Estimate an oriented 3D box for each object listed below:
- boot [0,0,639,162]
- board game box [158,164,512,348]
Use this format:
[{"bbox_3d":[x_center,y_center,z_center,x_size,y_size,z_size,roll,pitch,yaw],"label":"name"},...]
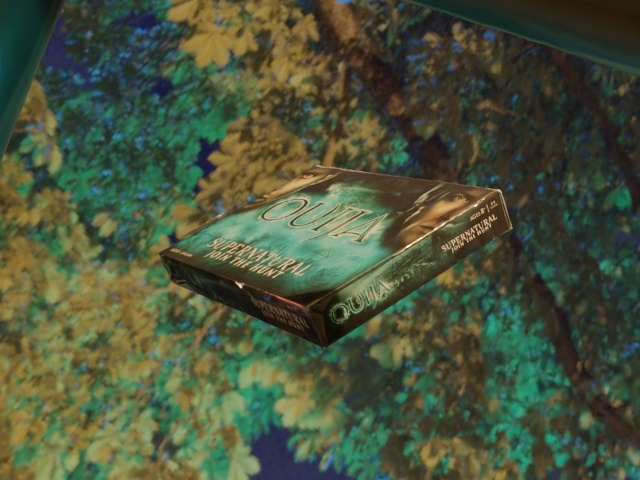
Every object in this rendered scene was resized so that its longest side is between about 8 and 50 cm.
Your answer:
[{"bbox_3d":[-0.012,-0.116,0.384,0.446,0.146,0.366,16,-64,16],"label":"boot"},{"bbox_3d":[0.000,0.000,0.581,0.186,0.126,0.026,14,-50,58],"label":"board game box"}]
